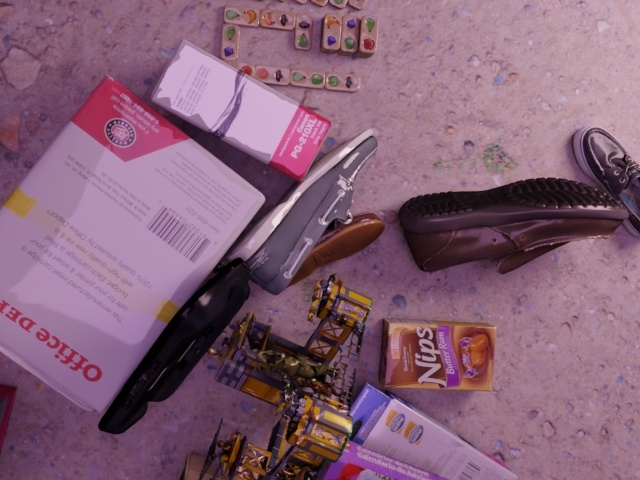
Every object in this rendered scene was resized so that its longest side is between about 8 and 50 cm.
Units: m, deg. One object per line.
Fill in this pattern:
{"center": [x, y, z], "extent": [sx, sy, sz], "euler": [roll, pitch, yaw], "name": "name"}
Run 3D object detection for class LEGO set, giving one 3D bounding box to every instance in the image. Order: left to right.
{"center": [-0.069, 0.189, 0.903], "extent": [0.192, 0.255, 0.331], "euler": [25, 46, -7], "name": "LEGO set"}

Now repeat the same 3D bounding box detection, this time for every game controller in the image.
{"center": [-0.207, 0.152, 0.893], "extent": [0.067, 0.166, 0.319], "euler": [45, 123, 9], "name": "game controller"}

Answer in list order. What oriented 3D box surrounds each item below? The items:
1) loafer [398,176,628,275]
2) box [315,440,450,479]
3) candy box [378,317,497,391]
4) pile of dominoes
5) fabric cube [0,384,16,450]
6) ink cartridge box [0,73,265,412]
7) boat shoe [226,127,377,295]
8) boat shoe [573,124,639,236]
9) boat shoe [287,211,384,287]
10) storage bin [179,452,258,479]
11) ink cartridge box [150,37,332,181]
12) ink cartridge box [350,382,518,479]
{"center": [0.311, -0.018, 1.051], "extent": [0.365, 0.134, 0.130], "euler": [-4, 116, 2], "name": "loafer"}
{"center": [0.056, 0.470, 1.009], "extent": [0.200, 0.057, 0.294], "euler": [23, 108, -6], "name": "box"}
{"center": [0.195, 0.191, 1.066], "extent": [0.186, 0.053, 0.109], "euler": [3, 92, -6], "name": "candy box"}
{"center": [-0.033, -0.348, 1.024], "extent": [0.250, 0.040, 0.196], "euler": [4, 92, -8], "name": "pile of dominoes"}
{"center": [-0.613, 0.323, 0.862], "extent": [0.258, 0.259, 0.254], "euler": [16, 91, -8], "name": "fabric cube"}
{"center": [-0.306, 0.006, 0.939], "extent": [0.279, 0.160, 0.385], "euler": [38, 86, -7], "name": "ink cartridge box"}
{"center": [-0.006, -0.049, 0.980], "extent": [0.099, 0.116, 0.319], "euler": [48, 64, -11], "name": "boat shoe"}
{"center": [0.519, -0.100, 1.085], "extent": [0.080, 0.076, 0.229], "euler": [-32, 96, -5], "name": "boat shoe"}
{"center": [0.000, 0.000, 1.025], "extent": [0.206, 0.073, 0.073], "euler": [-24, 55, -12], "name": "boat shoe"}
{"center": [-0.186, 0.483, 0.921], "extent": [0.123, 0.260, 0.263], "euler": [21, 89, -9], "name": "storage bin"}
{"center": [-0.112, -0.189, 0.948], "extent": [0.237, 0.172, 0.100], "euler": [28, 96, -7], "name": "ink cartridge box"}
{"center": [0.150, 0.383, 1.061], "extent": [0.311, 0.065, 0.186], "euler": [33, 90, -10], "name": "ink cartridge box"}
